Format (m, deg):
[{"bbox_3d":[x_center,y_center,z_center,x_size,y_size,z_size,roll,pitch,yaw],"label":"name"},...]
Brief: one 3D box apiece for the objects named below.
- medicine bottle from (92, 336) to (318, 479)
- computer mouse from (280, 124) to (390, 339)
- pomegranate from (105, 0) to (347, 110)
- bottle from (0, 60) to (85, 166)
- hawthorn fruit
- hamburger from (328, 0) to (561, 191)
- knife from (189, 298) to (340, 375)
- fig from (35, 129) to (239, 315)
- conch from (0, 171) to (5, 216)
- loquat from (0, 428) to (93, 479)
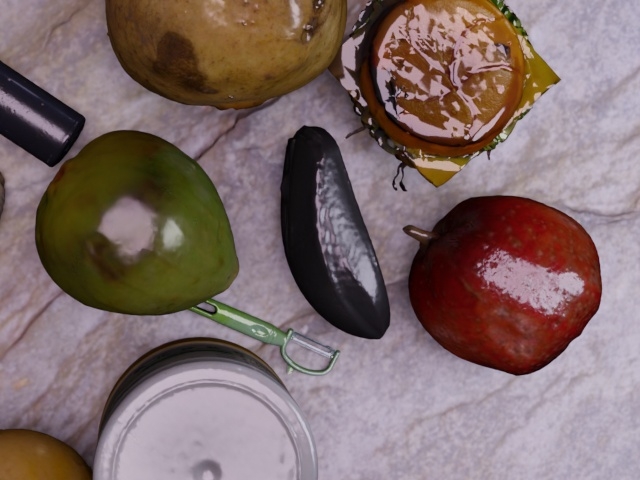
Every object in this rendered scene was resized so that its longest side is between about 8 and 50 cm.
[{"bbox_3d":[-0.132,0.236,1.211,0.238,0.232,0.238,0,90,-9],"label":"medicine bottle"},{"bbox_3d":[0.000,0.000,1.275,0.086,0.137,0.269,-20,95,-17],"label":"computer mouse"},{"bbox_3d":[-0.109,-0.271,1.189,0.281,0.281,0.281,0,91,-9],"label":"pomegranate"},{"bbox_3d":[-0.391,-0.179,1.240,0.244,0.082,0.072,34,88,-7],"label":"bottle"},{"bbox_3d":[0.207,0.040,1.280,0.250,0.215,0.215,31,86,-3],"label":"hawthorn fruit"},{"bbox_3d":[0.136,-0.195,1.291,0.262,0.138,0.243,-39,94,-7],"label":"hamburger"},{"bbox_3d":[-0.080,0.117,1.327,0.212,0.015,0.054,25,95,-9],"label":"knife"},{"bbox_3d":[-0.202,-0.005,1.212,0.207,0.207,0.230,-45,96,-6],"label":"fig"},{"bbox_3d":[-0.456,-0.018,1.202,0.245,0.163,0.178,-47,116,-35],"label":"conch"},{"bbox_3d":[-0.347,0.319,1.183,0.235,0.235,0.235,0,91,-9],"label":"loquat"}]
